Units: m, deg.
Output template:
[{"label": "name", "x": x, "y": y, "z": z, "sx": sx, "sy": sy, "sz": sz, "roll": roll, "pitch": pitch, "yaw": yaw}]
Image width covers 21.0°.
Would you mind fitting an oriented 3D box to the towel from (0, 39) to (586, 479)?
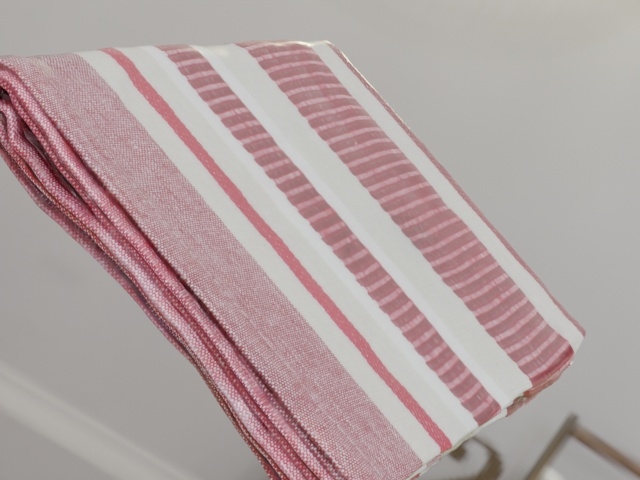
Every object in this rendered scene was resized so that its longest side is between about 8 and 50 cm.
[{"label": "towel", "x": 0.000, "y": 0.000, "z": 0.811, "sx": 0.237, "sy": 0.037, "sz": 0.329, "roll": 51, "pitch": 23, "yaw": 10}]
